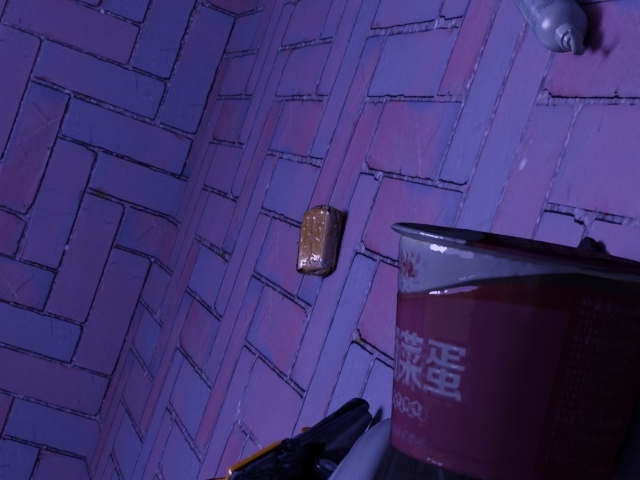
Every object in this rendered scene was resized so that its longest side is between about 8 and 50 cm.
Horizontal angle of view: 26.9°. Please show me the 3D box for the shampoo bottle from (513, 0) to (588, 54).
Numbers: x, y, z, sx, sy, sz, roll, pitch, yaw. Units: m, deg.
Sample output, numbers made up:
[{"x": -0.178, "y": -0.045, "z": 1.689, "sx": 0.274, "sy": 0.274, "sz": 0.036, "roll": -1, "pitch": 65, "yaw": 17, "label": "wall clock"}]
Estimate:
[{"x": 0.246, "y": -0.231, "z": 1.402, "sx": 0.195, "sy": 0.056, "sz": 0.056, "roll": -100, "pitch": 32, "yaw": -60, "label": "shampoo bottle"}]

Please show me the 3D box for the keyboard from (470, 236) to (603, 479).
[{"x": 0.199, "y": 0.125, "z": 1.218, "sx": 0.106, "sy": 0.016, "sz": 0.262, "roll": -110, "pitch": 41, "yaw": -66, "label": "keyboard"}]

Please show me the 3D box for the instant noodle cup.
[{"x": 0.156, "y": 0.089, "z": 1.055, "sx": 0.235, "sy": 0.235, "sz": 0.178, "roll": -161, "pitch": 80, "yaw": -74, "label": "instant noodle cup"}]

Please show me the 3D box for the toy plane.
[{"x": -0.060, "y": 0.283, "z": 1.503, "sx": 0.316, "sy": 0.103, "sz": 0.204, "roll": -8, "pitch": -55, "yaw": -60, "label": "toy plane"}]

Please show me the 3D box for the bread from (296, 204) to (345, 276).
[{"x": 0.000, "y": 0.000, "z": 1.983, "sx": 0.072, "sy": 0.053, "sz": 0.105, "roll": -13, "pitch": 59, "yaw": 45, "label": "bread"}]

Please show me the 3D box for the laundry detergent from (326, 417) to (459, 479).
[{"x": 0.013, "y": 0.355, "z": 1.404, "sx": 0.398, "sy": 0.125, "sz": 0.263, "roll": 129, "pitch": 154, "yaw": -56, "label": "laundry detergent"}]
